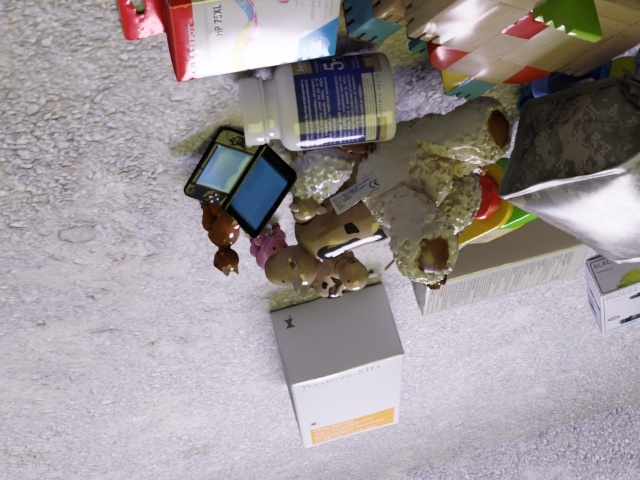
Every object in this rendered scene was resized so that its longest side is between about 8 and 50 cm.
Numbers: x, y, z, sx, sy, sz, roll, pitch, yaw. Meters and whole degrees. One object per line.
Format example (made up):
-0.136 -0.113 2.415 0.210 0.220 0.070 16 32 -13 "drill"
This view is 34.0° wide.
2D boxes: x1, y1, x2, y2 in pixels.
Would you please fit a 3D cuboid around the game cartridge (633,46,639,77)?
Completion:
0.507 -0.240 1.416 0.060 0.196 0.294 20 175 33 "game cartridge"

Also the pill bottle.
-0.005 -0.170 1.301 0.186 0.112 0.112 -7 154 -4 "pill bottle"

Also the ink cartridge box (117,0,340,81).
-0.099 -0.249 1.132 0.231 0.078 0.134 -12 154 -9 "ink cartridge box"

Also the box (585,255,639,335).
0.677 0.105 2.297 0.169 0.087 0.290 -20 154 6 "box"

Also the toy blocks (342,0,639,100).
0.210 -0.261 1.222 0.381 0.191 0.261 5 159 -36 "toy blocks"

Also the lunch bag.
0.407 -0.092 1.301 0.235 0.169 0.287 26 162 -25 "lunch bag"

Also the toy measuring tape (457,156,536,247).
0.234 -0.051 1.647 0.121 0.121 0.330 4 158 -37 "toy measuring tape"

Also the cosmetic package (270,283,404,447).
0.041 0.272 2.165 0.230 0.162 0.453 -15 154 -4 "cosmetic package"

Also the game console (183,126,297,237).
-0.111 -0.078 1.427 0.107 0.071 0.122 17 123 -32 "game console"

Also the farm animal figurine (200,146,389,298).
0.000 0.000 1.581 0.326 0.172 0.330 -33 150 30 "farm animal figurine"

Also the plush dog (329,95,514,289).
0.142 -0.064 1.422 0.210 0.262 0.225 21 169 30 "plush dog"

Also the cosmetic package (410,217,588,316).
0.305 0.018 1.852 0.296 0.129 0.153 -14 154 -5 "cosmetic package"

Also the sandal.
0.348 -0.184 1.516 0.138 0.126 0.317 17 156 1 "sandal"

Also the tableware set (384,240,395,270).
0.150 -0.036 1.671 0.128 0.039 0.194 -55 172 28 "tableware set"
